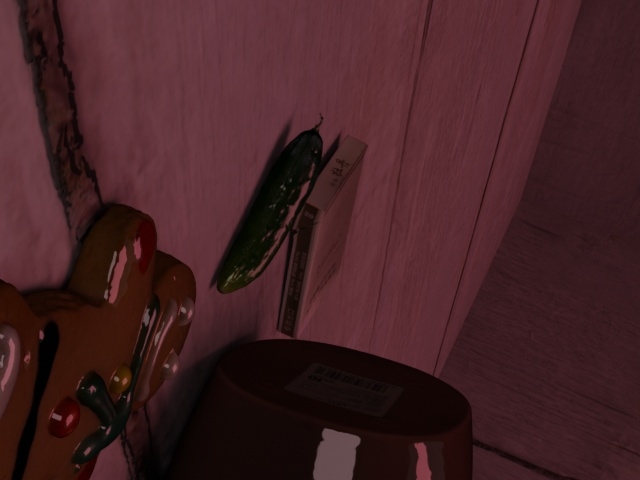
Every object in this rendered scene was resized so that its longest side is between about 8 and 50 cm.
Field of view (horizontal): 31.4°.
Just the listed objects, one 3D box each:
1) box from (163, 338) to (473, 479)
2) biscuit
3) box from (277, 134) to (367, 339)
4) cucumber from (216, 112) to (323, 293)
[{"bbox_3d":[0.002,0.222,0.998,0.301,0.300,0.216,-17,121,-74],"label":"box"},{"bbox_3d":[-0.138,0.078,0.654,0.197,0.049,0.301,-68,169,14],"label":"biscuit"},{"bbox_3d":[0.000,0.000,1.143,0.198,0.029,0.109,101,16,-46],"label":"box"},{"bbox_3d":[-0.036,-0.027,0.923,0.168,0.039,0.039,-62,167,-11],"label":"cucumber"}]
